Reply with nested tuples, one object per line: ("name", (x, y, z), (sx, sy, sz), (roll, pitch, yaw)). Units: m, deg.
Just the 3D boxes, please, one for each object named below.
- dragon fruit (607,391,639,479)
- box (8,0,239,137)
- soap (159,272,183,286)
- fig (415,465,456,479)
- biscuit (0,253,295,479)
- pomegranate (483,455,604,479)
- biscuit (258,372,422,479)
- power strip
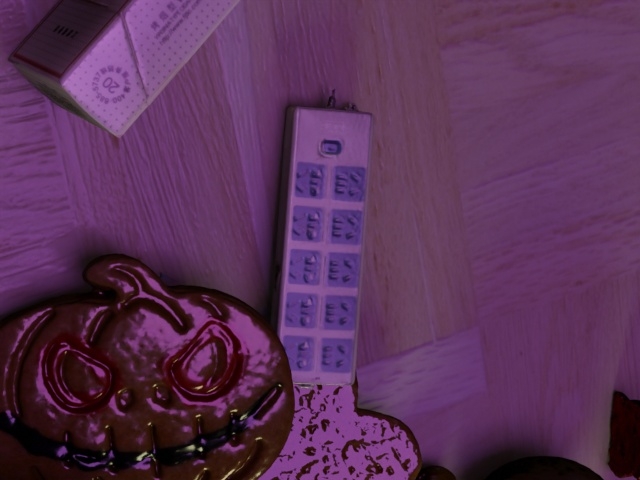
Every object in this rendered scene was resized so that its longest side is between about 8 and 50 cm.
("dragon fruit", (0.480, 0.271, 2.088), (0.092, 0.192, 0.122), (-2, 90, -18))
("box", (-0.169, -0.272, 1.618), (0.095, 0.210, 0.330), (42, 83, -28))
("soap", (-0.181, 0.121, 1.804), (0.100, 0.056, 0.149), (-27, 114, -20))
("fig", (0.148, 0.351, 2.012), (0.082, 0.084, 0.098), (-15, 122, 16))
("biscuit", (-0.214, 0.167, 1.740), (0.367, 0.063, 0.314), (-5, 109, -6))
("pomegranate", (0.292, 0.436, 2.032), (0.242, 0.242, 0.306), (-4, 125, -25))
("biscuit", (-0.101, 0.312, 1.886), (0.432, 0.064, 0.283), (-40, 106, -10))
("power strip", (0.000, 0.000, 1.835), (0.106, 0.043, 0.367), (3, 93, -19))
